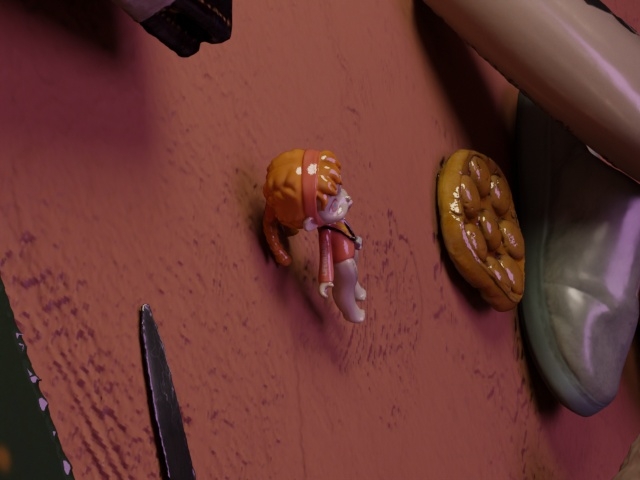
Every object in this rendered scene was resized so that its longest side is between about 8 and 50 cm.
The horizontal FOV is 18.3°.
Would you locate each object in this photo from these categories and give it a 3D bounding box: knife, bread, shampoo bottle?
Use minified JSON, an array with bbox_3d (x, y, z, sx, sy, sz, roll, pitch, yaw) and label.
[{"bbox_3d":[-0.060,0.111,0.873,0.023,0.010,0.170,0,77,-65],"label":"knife"},{"bbox_3d":[0.104,-0.006,1.263,0.110,0.024,0.110,43,40,-52],"label":"bread"},{"bbox_3d":[0.179,-0.106,1.291,0.257,0.078,0.127,39,15,-17],"label":"shampoo bottle"}]

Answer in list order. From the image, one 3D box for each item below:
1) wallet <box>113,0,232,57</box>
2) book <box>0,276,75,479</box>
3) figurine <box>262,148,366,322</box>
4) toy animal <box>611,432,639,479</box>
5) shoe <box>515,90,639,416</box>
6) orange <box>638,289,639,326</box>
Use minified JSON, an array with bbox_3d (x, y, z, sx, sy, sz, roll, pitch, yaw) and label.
[{"bbox_3d":[-0.096,-0.228,0.832,0.221,0.071,0.262,41,40,-72],"label":"wallet"},{"bbox_3d":[-0.157,0.110,0.635,0.260,0.043,0.370,-31,106,-62],"label":"book"},{"bbox_3d":[0.000,0.000,1.016,0.064,0.047,0.109,-87,161,-46],"label":"figurine"},{"bbox_3d":[0.252,0.286,1.244,0.226,0.188,0.358,-25,101,-71],"label":"toy animal"},{"bbox_3d":[0.190,-0.005,1.359,0.103,0.100,0.251,34,45,-56],"label":"shoe"},{"bbox_3d":[0.355,0.037,1.548,0.236,0.236,0.236,40,43,-53],"label":"orange"}]
